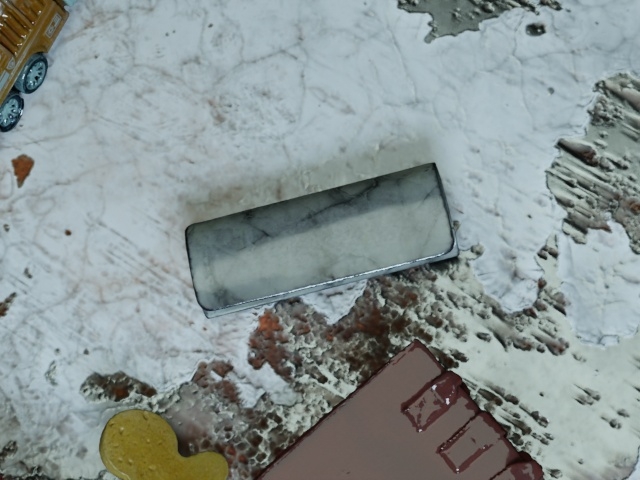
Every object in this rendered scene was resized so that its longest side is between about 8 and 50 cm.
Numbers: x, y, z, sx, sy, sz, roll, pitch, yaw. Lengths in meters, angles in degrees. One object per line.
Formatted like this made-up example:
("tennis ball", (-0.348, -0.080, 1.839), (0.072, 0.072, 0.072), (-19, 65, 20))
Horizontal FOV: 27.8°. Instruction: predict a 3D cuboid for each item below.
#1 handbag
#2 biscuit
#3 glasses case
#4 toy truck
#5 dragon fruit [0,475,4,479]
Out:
("handbag", (0.089, 0.281, 1.380), (0.275, 0.084, 0.260), (-43, 74, -4))
("biscuit", (-0.161, 0.292, 1.408), (0.158, 0.035, 0.240), (-21, 72, -34))
("glasses case", (0.000, 0.000, 1.471), (0.299, 0.060, 0.114), (-15, 75, 5))
("toy truck", (-0.392, -0.277, 1.543), (0.136, 0.162, 0.305), (26, 81, 14))
("dragon fruit", (-0.330, 0.360, 1.358), (0.227, 0.224, 0.224), (37, 84, 19))
